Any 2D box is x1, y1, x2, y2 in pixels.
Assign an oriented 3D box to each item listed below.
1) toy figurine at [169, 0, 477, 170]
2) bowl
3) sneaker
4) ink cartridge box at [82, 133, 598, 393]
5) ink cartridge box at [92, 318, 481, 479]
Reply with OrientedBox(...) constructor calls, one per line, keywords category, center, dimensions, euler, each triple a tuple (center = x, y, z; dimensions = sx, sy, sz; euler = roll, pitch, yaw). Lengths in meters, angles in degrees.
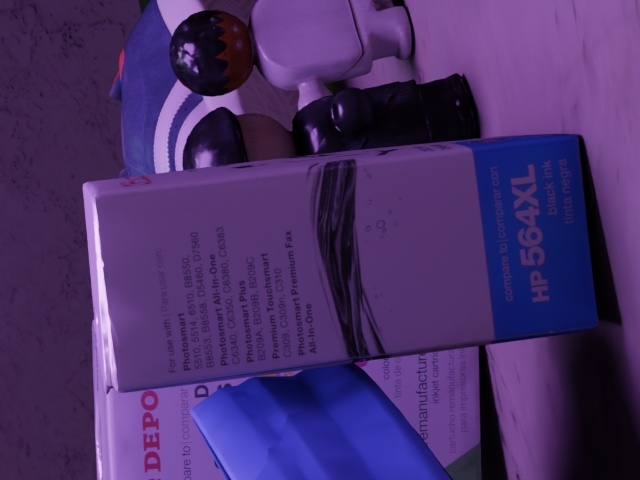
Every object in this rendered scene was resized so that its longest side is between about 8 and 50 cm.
OrientedBox(category="toy figurine", center=(-0.020, -0.136, 1.013), dimensions=(0.209, 0.148, 0.213), euler=(-114, 13, -57))
OrientedBox(category="bowl", center=(0.071, 0.224, 0.854), dimensions=(0.391, 0.077, 0.391), euler=(59, 174, 10))
OrientedBox(category="sneaker", center=(-0.058, -0.033, 1.320), dimensions=(0.148, 0.131, 0.350), euler=(-50, 39, 27))
OrientedBox(category="ink cartridge box", center=(0.001, 0.006, 0.852), dimensions=(0.148, 0.203, 0.086), euler=(-160, 64, -81))
OrientedBox(category="ink cartridge box", center=(-0.020, 0.114, 1.118), dimensions=(0.093, 0.212, 0.154), euler=(-133, 41, -76))
